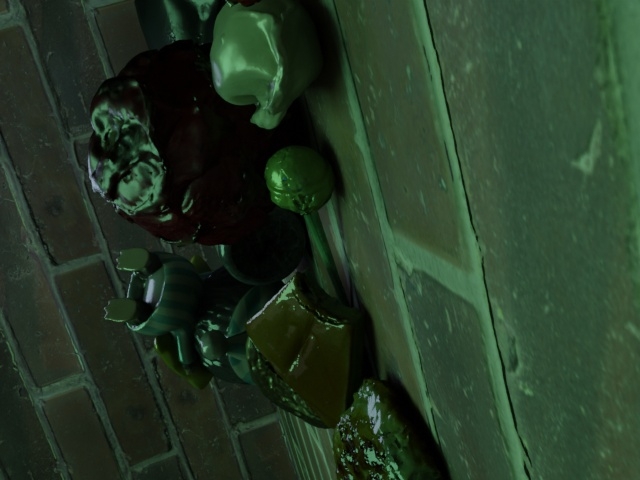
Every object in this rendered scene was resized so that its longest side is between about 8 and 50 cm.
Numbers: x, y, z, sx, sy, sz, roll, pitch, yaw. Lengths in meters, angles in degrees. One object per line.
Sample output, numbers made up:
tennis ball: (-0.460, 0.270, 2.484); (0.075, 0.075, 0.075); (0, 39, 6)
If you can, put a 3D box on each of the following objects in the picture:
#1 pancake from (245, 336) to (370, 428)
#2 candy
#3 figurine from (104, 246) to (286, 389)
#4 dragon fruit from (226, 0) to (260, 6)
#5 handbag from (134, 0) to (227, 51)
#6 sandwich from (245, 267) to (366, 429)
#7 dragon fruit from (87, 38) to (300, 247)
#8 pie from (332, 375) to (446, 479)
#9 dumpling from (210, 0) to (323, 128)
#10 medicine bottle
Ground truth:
pancake: (-0.022, 0.222, 1.321); (0.250, 0.031, 0.250); (15, 124, 23)
candy: (0.000, 0.000, 1.125); (0.092, 0.093, 0.336); (-121, 9, -45)
figurine: (-0.141, 0.131, 1.480); (0.361, 0.377, 0.267); (36, -126, -53)
dragon fruit: (-0.077, -0.314, 0.702); (0.172, 0.172, 0.210); (-124, 14, -55)
handbag: (-0.217, -0.378, 1.403); (0.342, 0.152, 0.288); (68, 158, 1)
sandwich: (0.009, 0.174, 1.195); (0.245, 0.063, 0.212); (47, 138, 2)
dragon fruit: (-0.184, -0.144, 1.154); (0.329, 0.329, 0.329); (161, 90, -79)
pie: (0.109, 0.370, 1.113); (0.288, 0.102, 0.355); (-159, 53, -69)
dumpling: (-0.068, -0.216, 0.923); (0.250, 0.132, 0.163); (-132, 29, -65)
medicine bottle: (-0.137, -0.035, 1.497); (0.273, 0.165, 0.165); (-129, 23, -63)
